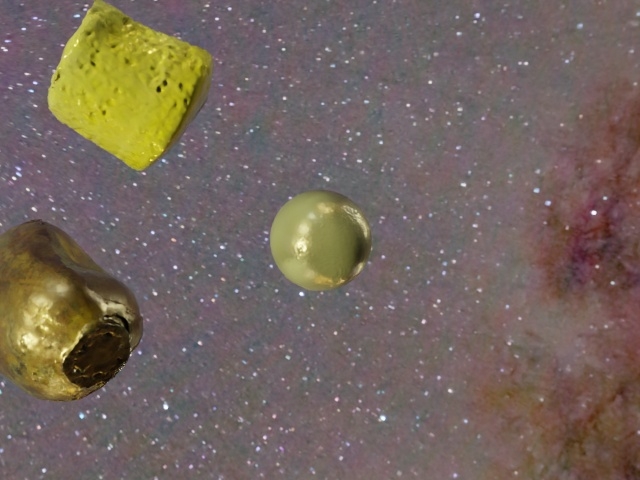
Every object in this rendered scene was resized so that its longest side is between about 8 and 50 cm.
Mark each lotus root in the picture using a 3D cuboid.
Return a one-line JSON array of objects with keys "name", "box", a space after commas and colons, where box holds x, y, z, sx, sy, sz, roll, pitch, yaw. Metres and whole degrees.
[{"name": "lotus root", "box": [-0.309, 0.077, 0.661, 0.152, 0.275, 0.160, -44, -50, -21]}]

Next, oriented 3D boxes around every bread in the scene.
[{"name": "bread", "box": [-0.162, -0.126, 0.497, 0.114, 0.129, 0.111, 30, -109, -22]}]

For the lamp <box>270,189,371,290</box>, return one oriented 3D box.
[{"name": "lamp", "box": [0.000, 0.000, 0.590, 0.105, 0.105, 0.105, -15, -65, -37]}]
